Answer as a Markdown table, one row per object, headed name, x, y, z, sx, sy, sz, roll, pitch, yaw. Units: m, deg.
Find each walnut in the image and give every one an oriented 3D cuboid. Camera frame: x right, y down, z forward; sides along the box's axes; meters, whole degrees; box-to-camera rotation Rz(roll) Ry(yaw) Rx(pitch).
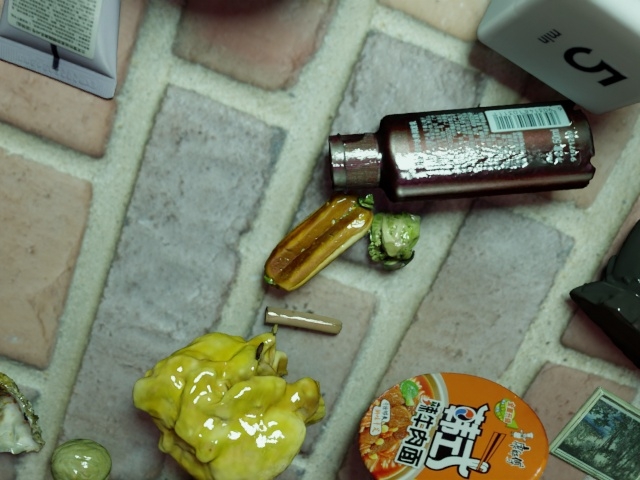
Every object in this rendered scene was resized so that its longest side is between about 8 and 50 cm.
| name | x | y | z | sx | sy | sz | roll | pitch | yaw |
| --- | --- | --- | --- | --- | --- | --- | --- | --- | --- |
| walnut | -0.362 | 0.341 | 0.813 | 0.092 | 0.092 | 0.092 | -1 | 106 | -2 |

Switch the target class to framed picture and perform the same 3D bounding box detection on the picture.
| name | x | y | z | sx | sy | sz | roll | pitch | yaw |
| --- | --- | --- | --- | --- | --- | --- | --- | --- | --- |
| framed picture | 0.485 | 0.335 | 0.886 | 0.183 | 0.011 | 0.142 | 31 | 102 | -11 |

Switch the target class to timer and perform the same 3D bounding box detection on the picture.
| name | x | y | z | sx | sy | sz | roll | pitch | yaw |
| --- | --- | --- | --- | --- | --- | --- | --- | --- | --- |
| timer | 0.326 | -0.280 | 0.586 | 0.195 | 0.194 | 0.192 | 28 | 86 | -11 |

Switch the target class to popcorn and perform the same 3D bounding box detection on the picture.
| name | x | y | z | sx | sy | sz | roll | pitch | yaw |
| --- | --- | --- | --- | --- | --- | --- | --- | --- | --- |
| popcorn | -0.119 | 0.235 | 0.739 | 0.254 | 0.190 | 0.191 | -5 | 113 | -5 |

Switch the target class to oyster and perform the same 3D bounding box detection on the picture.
| name | x | y | z | sx | sy | sz | roll | pitch | yaw |
| --- | --- | --- | --- | --- | --- | --- | --- | --- | --- |
| oyster | -0.463 | 0.255 | 0.797 | 0.103 | 0.051 | 0.148 | 8 | 121 | -8 |

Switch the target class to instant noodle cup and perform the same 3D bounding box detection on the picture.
| name | x | y | z | sx | sy | sz | roll | pitch | yaw |
| --- | --- | --- | --- | --- | --- | --- | --- | --- | --- |
| instant noodle cup | 0.185 | 0.342 | 0.764 | 0.251 | 0.250 | 0.192 | -8 | 114 | 0 |

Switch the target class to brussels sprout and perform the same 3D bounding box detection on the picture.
| name | x | y | z | sx | sy | sz | roll | pitch | yaw |
| --- | --- | --- | --- | --- | --- | --- | --- | --- | --- |
| brussels sprout | 0.102 | 0.003 | 0.751 | 0.085 | 0.058 | 0.085 | 3 | 122 | 4 |

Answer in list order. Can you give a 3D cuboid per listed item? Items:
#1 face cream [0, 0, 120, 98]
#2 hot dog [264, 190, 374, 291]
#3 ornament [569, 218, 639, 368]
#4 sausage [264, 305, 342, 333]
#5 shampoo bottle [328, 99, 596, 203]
| name | x | y | z | sx | sy | sz | roll | pitch | yaw |
| --- | --- | --- | --- | --- | --- | --- | --- | --- | --- |
| face cream | -0.293 | -0.318 | 0.629 | 0.154 | 0.096 | 0.273 | 19 | 117 | -11 |
| hot dog | 0.000 | 0.000 | 0.742 | 0.188 | 0.055 | 0.072 | -40 | 73 | 4 |
| ornament | 0.526 | 0.056 | 0.770 | 0.260 | 0.106 | 0.251 | -46 | 110 | 1 |
| sausage | -0.025 | 0.119 | 0.793 | 0.116 | 0.026 | 0.026 | 11 | 105 | -6 |
| shampoo bottle | 0.173 | -0.111 | 0.695 | 0.323 | 0.084 | 0.129 | -6 | 71 | -1 |
